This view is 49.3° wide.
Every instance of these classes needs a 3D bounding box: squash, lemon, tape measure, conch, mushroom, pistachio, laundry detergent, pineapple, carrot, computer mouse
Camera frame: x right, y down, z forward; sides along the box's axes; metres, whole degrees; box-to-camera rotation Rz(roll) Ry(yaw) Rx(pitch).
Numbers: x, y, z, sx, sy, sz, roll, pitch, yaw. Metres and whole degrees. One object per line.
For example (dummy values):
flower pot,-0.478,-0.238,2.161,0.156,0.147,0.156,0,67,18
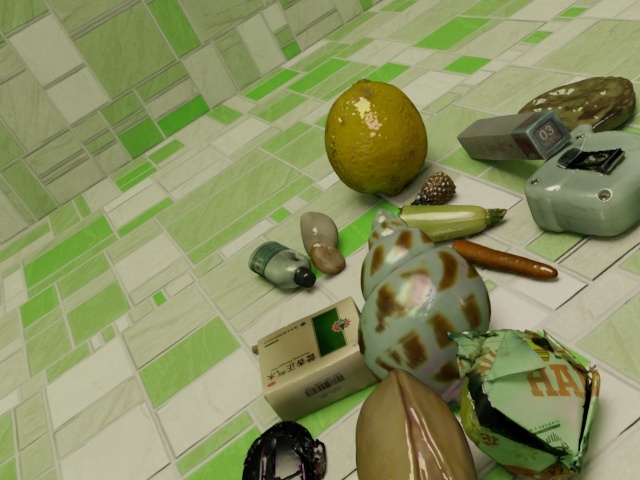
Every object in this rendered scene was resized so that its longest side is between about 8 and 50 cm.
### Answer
squash,0.287,-0.044,1.501,0.225,0.094,0.094,-7,35,22
lemon,0.135,-0.261,1.754,0.258,0.309,0.258,-11,-5,-1
tape measure,0.534,-0.125,1.357,0.243,0.125,0.246,-44,32,-24
conch,0.165,0.104,1.218,0.250,0.197,0.368,-13,36,-22
mushroom,0.001,-0.001,1.656,0.088,0.096,0.212,-15,31,3
pistachio,0.131,0.306,0.980,0.162,0.181,0.293,-3,33,-1
laundry detergent,-0.082,0.064,1.653,0.099,0.070,0.226,-35,29,-21
pineapple,0.241,-0.089,1.620,0.159,0.074,0.074,-44,32,-11
carrot,0.349,0.038,1.349,0.043,0.043,0.248,-43,33,-22
computer mouse,-0.071,0.380,1.145,0.147,0.077,0.241,-23,30,15

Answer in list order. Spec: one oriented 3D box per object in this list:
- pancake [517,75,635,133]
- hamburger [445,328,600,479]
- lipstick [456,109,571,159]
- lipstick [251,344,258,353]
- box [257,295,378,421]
pancake,0.609,-0.306,1.653,0.295,0.049,0.294,-24,26,13
hamburger,0.275,0.211,0.996,0.235,0.125,0.214,22,42,6
lipstick,0.419,-0.230,1.560,0.080,0.076,0.371,-40,12,-4
lipstick,-0.101,0.217,1.481,0.094,0.019,0.019,-22,30,12
box,-0.002,0.224,1.312,0.212,0.095,0.168,-27,32,5
